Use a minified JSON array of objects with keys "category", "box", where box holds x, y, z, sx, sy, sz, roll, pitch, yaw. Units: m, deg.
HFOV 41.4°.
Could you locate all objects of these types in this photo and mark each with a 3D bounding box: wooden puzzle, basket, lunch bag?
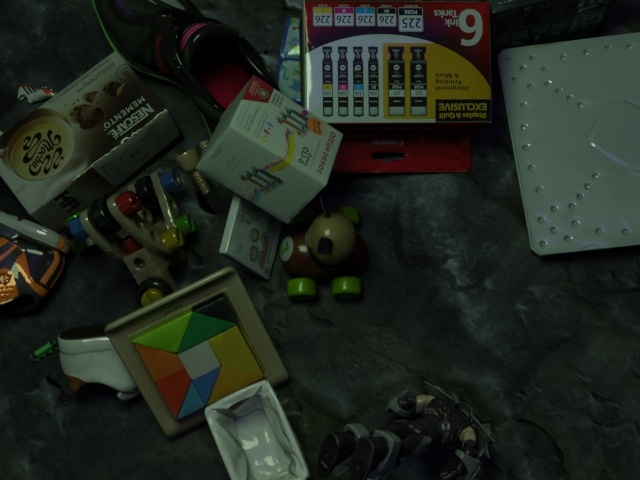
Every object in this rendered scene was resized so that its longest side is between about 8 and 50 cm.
[{"category":"wooden puzzle","box":[-0.188,0.183,1.330,0.221,0.044,0.238,-26,115,-4]},{"category":"basket","box":[-0.093,0.320,1.323,0.113,0.103,0.167,-25,70,-3]},{"category":"lunch bag","box":[-0.011,-0.317,1.540,0.129,0.096,0.151,12,88,4]}]

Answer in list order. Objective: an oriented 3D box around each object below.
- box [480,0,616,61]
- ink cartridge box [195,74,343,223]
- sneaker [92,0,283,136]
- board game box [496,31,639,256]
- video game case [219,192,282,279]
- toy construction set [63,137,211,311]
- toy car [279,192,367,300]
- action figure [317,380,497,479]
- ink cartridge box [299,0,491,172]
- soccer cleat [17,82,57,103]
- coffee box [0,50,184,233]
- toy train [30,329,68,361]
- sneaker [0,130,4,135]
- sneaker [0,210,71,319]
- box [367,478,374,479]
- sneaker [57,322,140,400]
[{"category":"box","box":[0.393,-0.400,1.480,0.233,0.183,0.059,-14,73,1]},{"category":"ink cartridge box","box":[-0.077,-0.140,1.329,0.176,0.127,0.128,31,48,-16]},{"category":"sneaker","box":[-0.215,-0.341,1.492,0.483,0.202,0.185,43,64,14]},{"category":"board game box","box":[0.526,-0.172,1.462,0.390,0.050,0.389,-6,71,3]},{"category":"video game case","box":[-0.109,-0.028,1.421,0.019,0.143,0.157,4,72,28]},{"category":"toy construction set","box":[-0.240,-0.002,1.406,0.309,0.257,0.237,-31,98,-10]},{"category":"toy car","box":[0.000,0.000,1.377,0.149,0.188,0.155,-3,71,4]},{"category":"action figure","box":[0.139,0.295,1.268,0.185,0.285,0.099,24,112,49]},{"category":"ink cartridge box","box":[0.123,-0.254,1.427,0.310,0.130,0.271,-1,90,-4]},{"category":"soccer cleat","box":[-0.536,-0.274,1.604,0.083,0.029,0.035,13,82,13]},{"category":"coffee box","box":[-0.418,-0.173,1.509,0.297,0.119,0.168,-38,71,-8]},{"category":"toy train","box":[-0.459,0.179,1.444,0.083,0.023,0.017,-33,72,-7]},{"category":"sneaker","box":[-0.644,-0.147,1.543,0.161,0.075,0.057,-44,73,-9]},{"category":"sneaker","box":[-0.608,0.028,1.456,0.321,0.124,0.180,18,73,11]},{"category":"box","box":[0.099,0.465,1.250,0.103,0.114,0.203,8,72,9]},{"category":"sneaker","box":[-0.278,0.196,1.401,0.290,0.106,0.123,-4,102,-3]}]
